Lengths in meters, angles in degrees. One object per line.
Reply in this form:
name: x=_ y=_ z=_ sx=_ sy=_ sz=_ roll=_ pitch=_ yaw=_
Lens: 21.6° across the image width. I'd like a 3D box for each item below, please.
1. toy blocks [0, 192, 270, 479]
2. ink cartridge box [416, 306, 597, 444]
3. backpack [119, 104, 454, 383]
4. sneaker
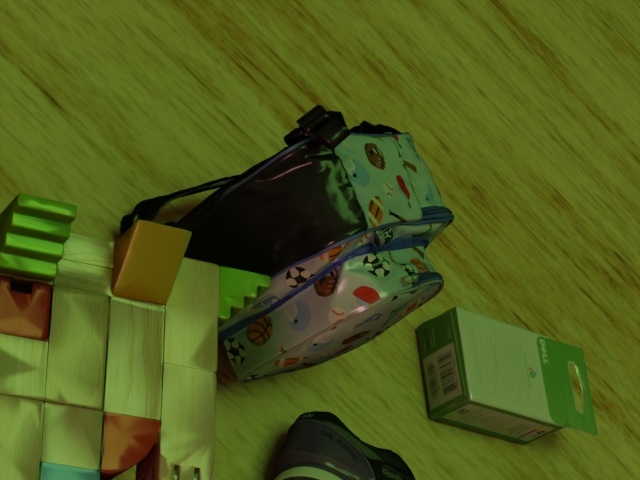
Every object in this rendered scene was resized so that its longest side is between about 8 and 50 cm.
toy blocks: x=-0.230 y=0.126 z=1.304 sx=0.381 sy=0.190 sz=0.261 roll=13 pitch=62 yaw=-26
ink cartridge box: x=0.203 y=0.153 z=1.817 sx=0.209 sy=0.062 sz=0.109 roll=18 pitch=53 yaw=-39
backpack: x=0.000 y=0.000 z=1.563 sx=0.263 sy=0.276 sz=0.213 roll=-25 pitch=89 yaw=-58
sneaker: x=0.080 y=0.262 z=1.588 sx=0.283 sy=0.107 sz=0.124 roll=41 pitch=36 yaw=-20
